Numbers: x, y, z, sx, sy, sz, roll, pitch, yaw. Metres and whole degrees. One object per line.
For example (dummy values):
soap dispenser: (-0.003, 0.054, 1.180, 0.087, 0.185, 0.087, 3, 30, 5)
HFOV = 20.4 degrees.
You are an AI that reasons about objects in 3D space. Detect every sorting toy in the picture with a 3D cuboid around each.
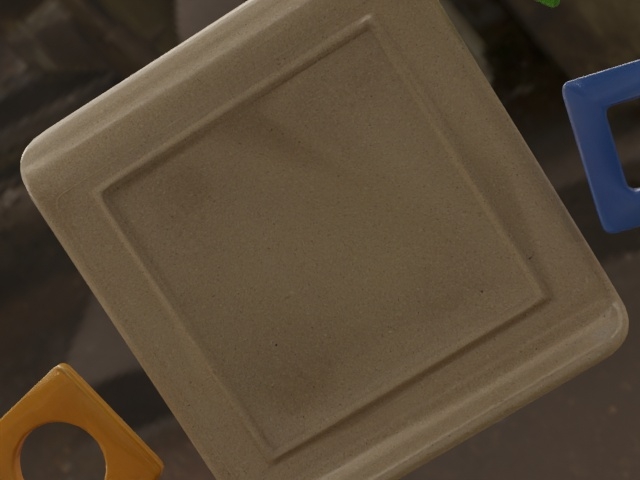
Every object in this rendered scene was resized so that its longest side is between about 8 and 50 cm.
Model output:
sorting toy: (0.000, 0.000, 0.726, 0.347, 0.196, 0.047, -31, 3, 8)
